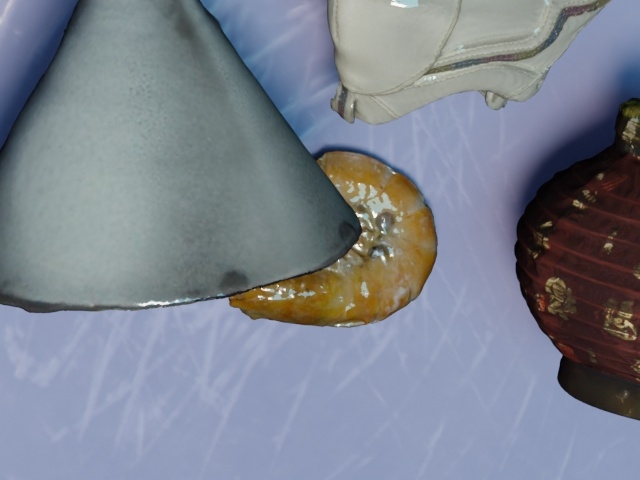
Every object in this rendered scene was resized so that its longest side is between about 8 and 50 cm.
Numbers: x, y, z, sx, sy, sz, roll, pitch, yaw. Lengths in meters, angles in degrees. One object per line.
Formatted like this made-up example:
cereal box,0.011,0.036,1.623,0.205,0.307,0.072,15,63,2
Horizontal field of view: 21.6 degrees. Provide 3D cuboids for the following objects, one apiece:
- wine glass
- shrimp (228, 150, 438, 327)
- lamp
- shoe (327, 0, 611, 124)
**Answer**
wine glass,-0.114,-0.187,1.017,0.267,0.267,0.406,-7,108,-16
shrimp,-0.001,0.001,1.241,0.188,0.052,0.132,-6,94,-22
lamp,0.258,0.011,1.218,0.247,0.247,0.247,-7,113,-16
shoe,0.142,-0.190,1.168,0.342,0.132,0.210,-20,138,-25
